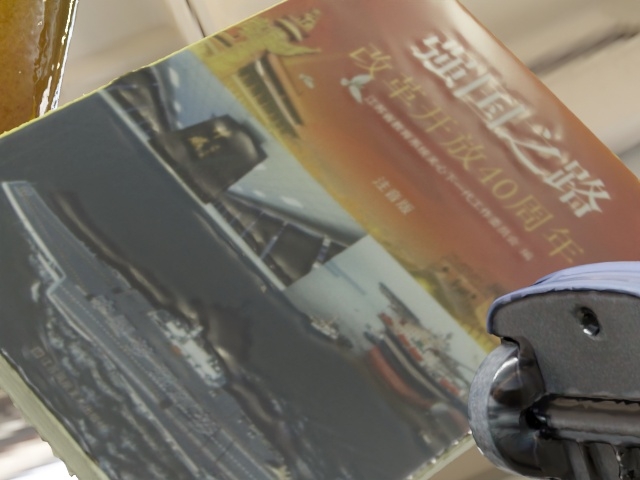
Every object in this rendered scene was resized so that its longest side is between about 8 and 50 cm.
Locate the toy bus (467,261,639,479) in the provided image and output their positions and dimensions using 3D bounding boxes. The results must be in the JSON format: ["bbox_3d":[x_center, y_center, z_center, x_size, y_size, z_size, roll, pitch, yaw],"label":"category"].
[{"bbox_3d":[0.165,0.135,0.635,0.133,0.125,0.292,-24,-80,-28],"label":"toy bus"}]

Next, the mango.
[{"bbox_3d":[-0.263,-0.141,1.261,0.175,0.139,0.255,13,-96,-29],"label":"mango"}]

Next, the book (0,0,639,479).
[{"bbox_3d":[0.000,0.000,0.921,0.374,0.262,0.028,-31,-21,-36],"label":"book"}]
